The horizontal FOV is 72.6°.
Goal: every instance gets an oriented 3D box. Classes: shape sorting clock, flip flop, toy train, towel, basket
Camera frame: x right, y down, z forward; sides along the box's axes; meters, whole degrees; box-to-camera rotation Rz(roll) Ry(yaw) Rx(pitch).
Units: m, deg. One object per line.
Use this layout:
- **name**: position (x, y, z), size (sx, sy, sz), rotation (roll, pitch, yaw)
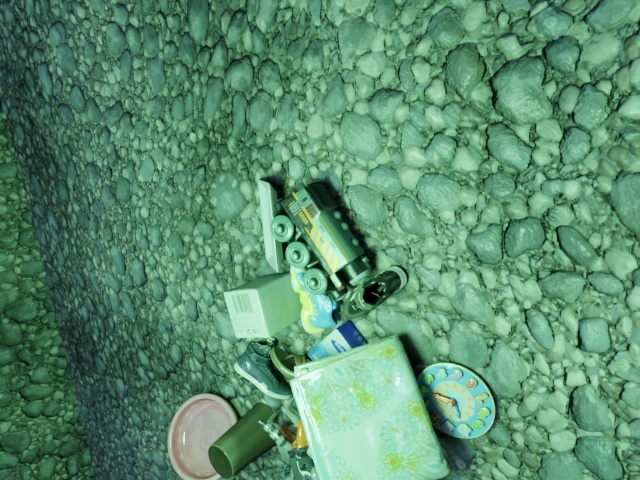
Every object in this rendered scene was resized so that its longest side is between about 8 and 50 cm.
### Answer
- **shape sorting clock**: position (0.343, 0.414, 1.126), size (0.206, 0.040, 0.206), rotation (13, 112, 34)
- **flip flop**: position (-0.043, 0.416, 1.391), size (0.277, 0.112, 0.080), rotation (29, 94, 30)
- **toy train**: position (0.000, 0.000, 1.205), size (0.190, 0.142, 0.334), rotation (-37, 80, 29)
- **towel**: position (0.119, 0.468, 1.138), size (0.320, 0.090, 0.374), rotation (-20, 78, 5)
- **basket**: position (-0.279, 0.735, 1.582), size (0.154, 0.227, 0.204), rotation (26, 119, 29)

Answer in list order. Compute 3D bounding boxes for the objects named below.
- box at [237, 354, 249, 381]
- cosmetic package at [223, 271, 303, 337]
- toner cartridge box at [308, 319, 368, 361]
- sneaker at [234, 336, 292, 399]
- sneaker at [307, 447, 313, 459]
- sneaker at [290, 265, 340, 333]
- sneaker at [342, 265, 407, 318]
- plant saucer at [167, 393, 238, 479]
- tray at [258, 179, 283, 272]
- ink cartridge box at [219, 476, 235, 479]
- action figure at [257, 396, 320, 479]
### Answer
- **box**: position (-0.263, 0.462, 1.598), size (0.062, 0.052, 0.083), rotation (23, 116, 31)
- **cosmetic package**: position (-0.169, 0.198, 1.357), size (0.151, 0.183, 0.151), rotation (-10, 97, 39)
- **toner cartridge box**: position (0.126, 0.420, 1.271), size (0.348, 0.075, 0.165), rotation (51, 127, 13)
- **sneaker**: position (-0.166, 0.430, 1.492), size (0.226, 0.086, 0.163), rotation (33, 104, 1)
- **sneaker**: position (0.037, 0.564, 1.282), size (0.110, 0.118, 0.292), rotation (42, 137, 27)
- **sneaker**: position (-0.006, 0.155, 1.299), size (0.126, 0.091, 0.240), rotation (-11, 97, 21)
- **sneaker**: position (0.122, 0.152, 1.170), size (0.234, 0.106, 0.078), rotation (-43, 76, 38)
- **plant saucer**: position (-0.455, 0.788, 1.747), size (0.332, 0.084, 0.332), rotation (-7, 70, 20)
- **tray**: position (-0.150, -0.049, 1.335), size (0.145, 0.030, 0.270), rotation (-150, 53, -66)
- **ink cartridge box**: position (-0.471, 0.981, 1.877), size (0.207, 0.117, 0.283), rotation (26, 118, 28)
- **action figure**: position (-0.090, 0.742, 1.479), size (0.341, 0.178, 0.330), rotation (-47, 65, 34)
